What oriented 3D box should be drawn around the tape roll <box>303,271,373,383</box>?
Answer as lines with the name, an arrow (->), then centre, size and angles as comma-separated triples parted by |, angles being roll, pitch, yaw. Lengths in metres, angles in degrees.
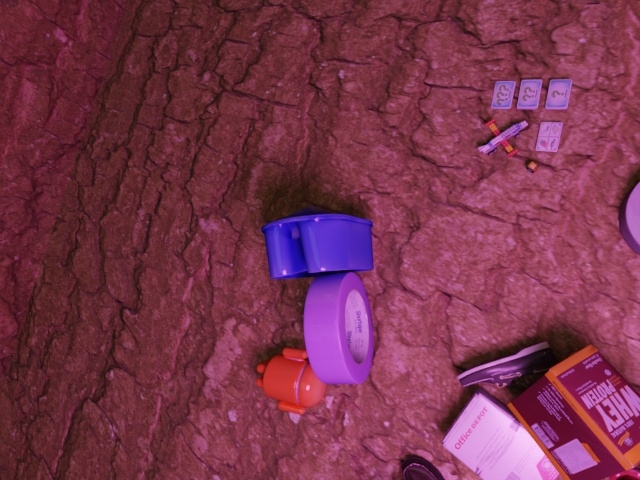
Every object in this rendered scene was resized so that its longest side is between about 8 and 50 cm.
tape roll -> 0.054, 0.222, 1.048 | 0.090, 0.274, 0.275 | -8, 79, 23

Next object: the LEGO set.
LEGO set -> 0.515, -0.298, 1.042 | 0.182, 0.060, 0.245 | 12, 88, 28

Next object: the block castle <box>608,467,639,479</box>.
block castle -> 0.624, 0.655, 0.690 | 0.303, 0.212, 0.454 | 16, 98, 58

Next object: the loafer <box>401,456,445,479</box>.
loafer -> 0.285, 0.632, 0.996 | 0.220, 0.078, 0.080 | 45, 101, 22

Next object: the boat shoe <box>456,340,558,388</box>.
boat shoe -> 0.440, 0.310, 0.972 | 0.227, 0.081, 0.069 | -27, 69, 16

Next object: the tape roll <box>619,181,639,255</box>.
tape roll -> 0.779, -0.051, 0.881 | 0.219, 0.072, 0.220 | -4, 80, 23

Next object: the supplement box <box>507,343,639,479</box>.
supplement box -> 0.527, 0.355, 0.828 | 0.128, 0.194, 0.191 | -18, 54, -21

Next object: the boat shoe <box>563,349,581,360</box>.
boat shoe -> 0.643, 0.365, 0.869 | 0.102, 0.092, 0.285 | -40, 69, 13

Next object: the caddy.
caddy -> 0.000, 0.000, 1.069 | 0.241, 0.341, 0.180 | -9, 82, 29

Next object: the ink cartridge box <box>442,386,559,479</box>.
ink cartridge box -> 0.419, 0.478, 0.953 | 0.217, 0.092, 0.159 | 35, 97, 22

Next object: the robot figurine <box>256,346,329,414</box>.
robot figurine -> -0.075, 0.398, 1.163 | 0.219, 0.128, 0.158 | 5, 57, 25
